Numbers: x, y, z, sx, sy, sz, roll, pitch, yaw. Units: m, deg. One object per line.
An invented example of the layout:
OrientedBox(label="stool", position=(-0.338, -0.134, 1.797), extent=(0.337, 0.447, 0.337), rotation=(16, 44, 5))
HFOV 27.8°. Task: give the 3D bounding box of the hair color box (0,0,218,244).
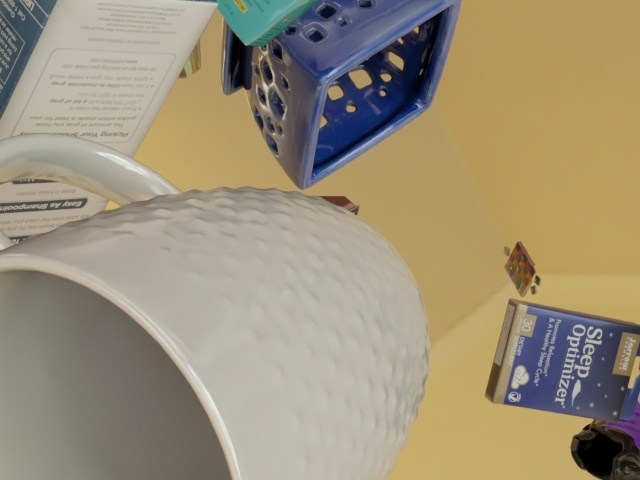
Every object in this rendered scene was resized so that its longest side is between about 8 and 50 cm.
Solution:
OrientedBox(label="hair color box", position=(-0.252, -0.107, 1.147), extent=(0.174, 0.105, 0.347), rotation=(-6, 138, -48))

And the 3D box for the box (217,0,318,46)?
OrientedBox(label="box", position=(-0.004, -0.305, 1.286), extent=(0.244, 0.100, 0.060), rotation=(-38, 178, 16))

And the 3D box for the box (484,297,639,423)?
OrientedBox(label="box", position=(0.338, 0.163, 1.708), extent=(0.225, 0.136, 0.036), rotation=(11, -173, -18))

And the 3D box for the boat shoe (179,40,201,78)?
OrientedBox(label="boat shoe", position=(-0.146, -0.270, 1.389), extent=(0.072, 0.190, 0.068), rotation=(-20, -154, -23))

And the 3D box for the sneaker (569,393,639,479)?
OrientedBox(label="sneaker", position=(0.453, 0.307, 2.016), extent=(0.146, 0.102, 0.293), rotation=(1, -167, -8))

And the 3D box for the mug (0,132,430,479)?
OrientedBox(label="mug", position=(-0.106, 0.065, 0.903), extent=(0.276, 0.374, 0.328), rotation=(-53, 166, 32))

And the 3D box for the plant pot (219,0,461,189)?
OrientedBox(label="plant pot", position=(0.007, -0.244, 1.601), extent=(0.236, 0.212, 0.236), rotation=(-35, 157, -24))

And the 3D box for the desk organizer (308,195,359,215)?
OrientedBox(label="desk organizer", position=(0.000, 0.000, 1.490), extent=(0.047, 0.050, 0.130), rotation=(-29, 149, -35))

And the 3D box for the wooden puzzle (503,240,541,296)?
OrientedBox(label="wooden puzzle", position=(0.245, 0.036, 1.583), extent=(0.006, 0.049, 0.083), rotation=(-7, -129, -23))
